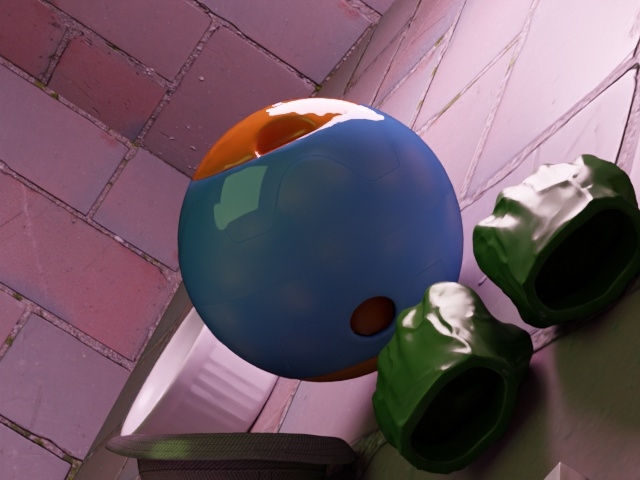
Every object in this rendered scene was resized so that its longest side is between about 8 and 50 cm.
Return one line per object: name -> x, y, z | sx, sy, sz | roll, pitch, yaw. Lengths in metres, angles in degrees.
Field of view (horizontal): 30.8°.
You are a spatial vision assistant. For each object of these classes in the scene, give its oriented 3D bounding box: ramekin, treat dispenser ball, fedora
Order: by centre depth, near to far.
fedora -> -0.091, 0.254, 1.151 | 0.275, 0.244, 0.124 | -18, 68, 60
treat dispenser ball -> 0.000, 0.000, 1.175 | 0.288, 0.288, 0.288 | -54, 11, 15
ramekin -> -0.167, 0.211, 1.724 | 0.277, 0.135, 0.277 | -54, 11, 15

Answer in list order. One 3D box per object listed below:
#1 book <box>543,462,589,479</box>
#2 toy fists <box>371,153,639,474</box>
book -> 0.124, 0.211, 0.688 | 0.096, 0.035, 0.144 | -55, 10, 29
toy fists -> 0.143, 0.053, 0.908 | 0.279, 0.096, 0.142 | -53, 21, 12
